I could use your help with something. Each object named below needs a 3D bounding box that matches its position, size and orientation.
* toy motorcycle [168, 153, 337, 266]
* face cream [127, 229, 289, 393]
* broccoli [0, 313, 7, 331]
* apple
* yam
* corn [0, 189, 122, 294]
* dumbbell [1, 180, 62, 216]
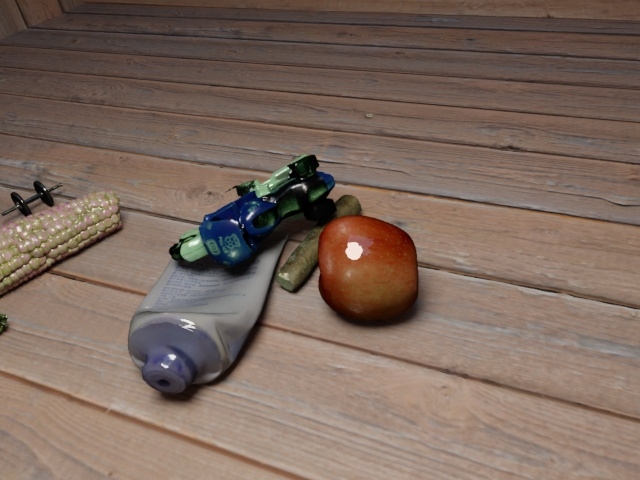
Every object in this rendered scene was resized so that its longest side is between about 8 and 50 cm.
[{"bbox_3d":[-0.120,-0.046,0.933,0.331,0.125,0.196,-31,20,-24],"label":"toy motorcycle"},{"bbox_3d":[-0.204,0.089,0.885,0.235,0.137,0.420,-2,32,9],"label":"face cream"},{"bbox_3d":[-0.619,0.143,0.877,0.097,0.092,0.095,34,66,15],"label":"broccoli"},{"bbox_3d":[0.077,0.043,0.838,0.169,0.180,0.180,-2,40,8],"label":"apple"},{"bbox_3d":[0.000,0.000,0.997,0.061,0.061,0.274,17,46,25],"label":"yam"},{"bbox_3d":[-0.574,-0.005,1.025,0.127,0.126,0.335,28,49,34],"label":"corn"},{"bbox_3d":[-0.684,-0.098,1.183,0.069,0.069,0.147,25,48,31],"label":"dumbbell"}]
